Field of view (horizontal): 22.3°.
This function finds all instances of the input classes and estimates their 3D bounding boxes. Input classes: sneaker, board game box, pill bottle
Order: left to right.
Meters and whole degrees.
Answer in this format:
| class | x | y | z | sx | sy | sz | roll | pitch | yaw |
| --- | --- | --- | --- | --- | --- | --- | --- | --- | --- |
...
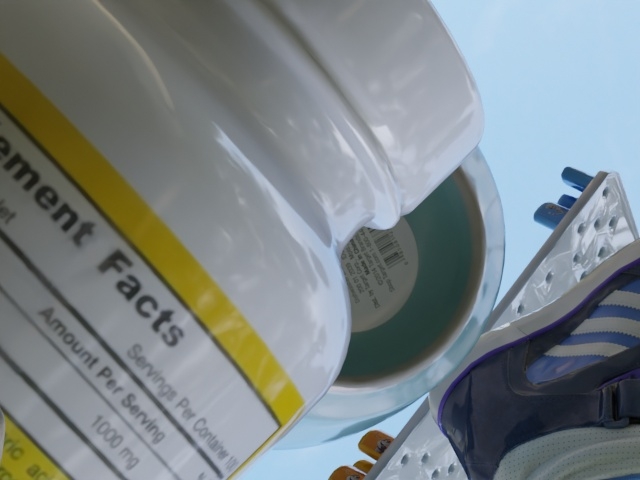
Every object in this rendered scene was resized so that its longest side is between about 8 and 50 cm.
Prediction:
| class | x | y | z | sx | sy | sz | roll | pitch | yaw |
| --- | --- | --- | --- | --- | --- | --- | --- | --- | --- |
| pill bottle | -0.115 | 0.031 | 0.493 | 0.334 | 0.188 | 0.188 | -44 | -152 | -10 |
| board game box | 0.194 | 0.178 | 1.556 | 0.050 | 0.390 | 0.390 | 26 | -112 | 36 |
| sneaker | 0.264 | 0.127 | 1.257 | 0.322 | 0.130 | 0.236 | -26 | -141 | -11 |

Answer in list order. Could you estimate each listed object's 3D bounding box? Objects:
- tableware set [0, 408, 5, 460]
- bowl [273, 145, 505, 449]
| class | x | y | z | sx | sy | sz | roll | pitch | yaw |
| --- | --- | --- | --- | --- | --- | --- | --- | --- | --- |
| tableware set | -0.049 | 0.079 | 0.293 | 0.024 | 0.104 | 0.154 | -23 | 177 | -17 |
| bowl | 0.000 | 0.000 | 1.088 | 0.311 | 0.311 | 0.163 | -51 | -165 | -9 |
